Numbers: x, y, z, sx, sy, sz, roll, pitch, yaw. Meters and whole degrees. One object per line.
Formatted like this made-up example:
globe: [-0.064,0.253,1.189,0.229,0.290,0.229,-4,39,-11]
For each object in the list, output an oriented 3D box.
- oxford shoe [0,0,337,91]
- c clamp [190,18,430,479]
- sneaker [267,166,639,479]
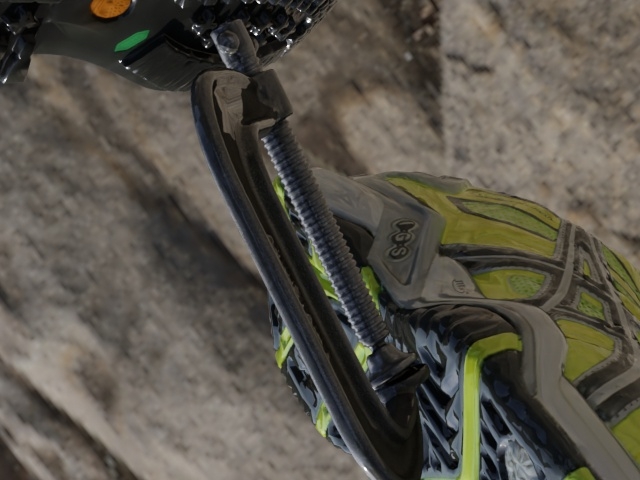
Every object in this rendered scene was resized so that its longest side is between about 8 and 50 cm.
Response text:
oxford shoe: [-0.078,-0.112,0.551,0.083,0.227,0.096,-46,63,30]
c clamp: [0.000,0.000,0.468,0.161,0.022,0.137,66,-170,2]
sneaker: [0.097,0.063,0.581,0.385,0.147,0.145,-125,32,-54]
